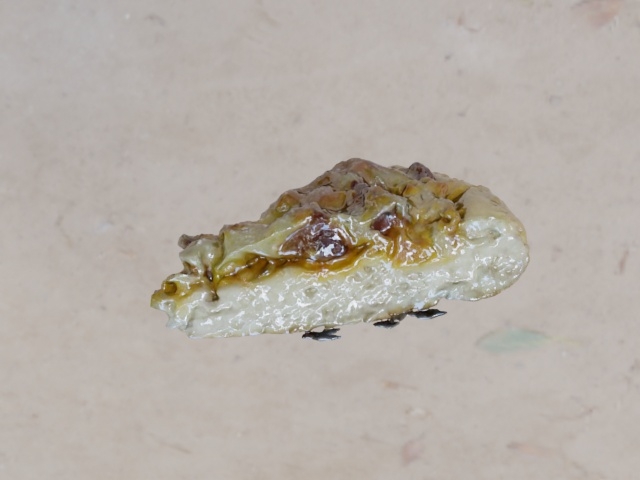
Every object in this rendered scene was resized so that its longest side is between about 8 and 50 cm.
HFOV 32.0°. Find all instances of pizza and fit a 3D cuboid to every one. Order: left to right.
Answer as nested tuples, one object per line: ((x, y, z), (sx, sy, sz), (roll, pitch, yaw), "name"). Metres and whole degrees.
((0.000, -0.001, 0.600), (0.193, 0.154, 0.069), (-15, 112, -17), "pizza")
